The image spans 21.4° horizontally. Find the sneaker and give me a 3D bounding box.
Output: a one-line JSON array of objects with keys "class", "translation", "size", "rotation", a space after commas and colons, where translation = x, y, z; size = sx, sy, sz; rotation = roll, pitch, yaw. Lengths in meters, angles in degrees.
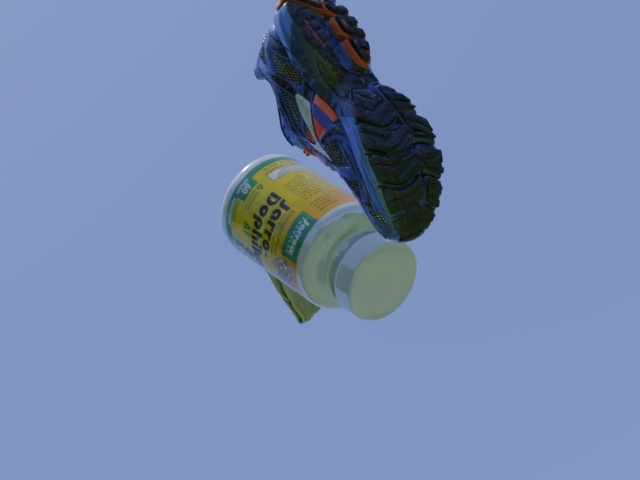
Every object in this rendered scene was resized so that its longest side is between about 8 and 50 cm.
[{"class": "sneaker", "translation": [0.019, -0.087, 1.295], "size": [0.083, 0.221, 0.087], "rotation": [-5, -33, -41]}]

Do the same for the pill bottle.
[{"class": "pill bottle", "translation": [0.000, 0.000, 1.733], "size": [0.118, 0.208, 0.117], "rotation": [-21, -54, -31]}]

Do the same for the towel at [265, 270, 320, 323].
[{"class": "towel", "translation": [-0.008, 0.012, 1.912], "size": [0.110, 0.027, 0.148], "rotation": [57, -129, -27]}]
